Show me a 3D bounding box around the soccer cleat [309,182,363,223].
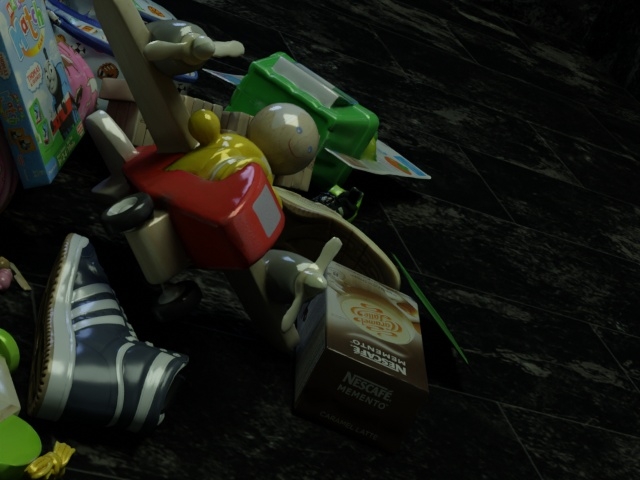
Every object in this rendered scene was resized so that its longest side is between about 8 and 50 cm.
[{"bbox_3d":[0.003,-0.051,2.120,0.060,0.072,0.179,37,24,23],"label":"soccer cleat"}]

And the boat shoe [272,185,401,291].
[{"bbox_3d":[0.000,0.000,1.968,0.302,0.109,0.098,30,19,25],"label":"boat shoe"}]

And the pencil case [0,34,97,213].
[{"bbox_3d":[-0.400,-0.149,1.755,0.160,0.167,0.386,47,20,-11],"label":"pencil case"}]

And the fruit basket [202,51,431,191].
[{"bbox_3d":[0.008,-0.208,2.357,0.327,0.165,0.353,37,21,22],"label":"fruit basket"}]

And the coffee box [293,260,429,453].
[{"bbox_3d":[0.049,0.139,1.722,0.141,0.098,0.246,24,22,-11],"label":"coffee box"}]

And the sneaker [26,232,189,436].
[{"bbox_3d":[-0.225,0.104,1.487,0.153,0.099,0.282,16,31,-15],"label":"sneaker"}]

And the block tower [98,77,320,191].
[{"bbox_3d":[-0.160,-0.146,1.973,0.335,0.097,0.091,15,-4,-41],"label":"block tower"}]

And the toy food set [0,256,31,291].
[{"bbox_3d":[-0.389,0.032,1.567,0.122,0.019,0.078,4,32,-44],"label":"toy food set"}]

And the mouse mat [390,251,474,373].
[{"bbox_3d":[0.154,0.098,1.921,0.152,0.007,0.189,53,5,-18],"label":"mouse mat"}]

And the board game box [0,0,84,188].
[{"bbox_3d":[-0.338,-0.189,1.599,0.039,0.211,0.160,-10,25,11],"label":"board game box"}]

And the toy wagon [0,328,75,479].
[{"bbox_3d":[-0.388,0.139,1.276,0.344,0.068,0.267,32,23,10],"label":"toy wagon"}]

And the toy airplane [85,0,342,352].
[{"bbox_3d":[-0.131,-0.077,1.635,0.384,0.272,0.386,58,-7,23],"label":"toy airplane"}]

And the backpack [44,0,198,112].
[{"bbox_3d":[-0.307,-0.266,2.047,0.277,0.213,0.263,9,26,-38],"label":"backpack"}]
